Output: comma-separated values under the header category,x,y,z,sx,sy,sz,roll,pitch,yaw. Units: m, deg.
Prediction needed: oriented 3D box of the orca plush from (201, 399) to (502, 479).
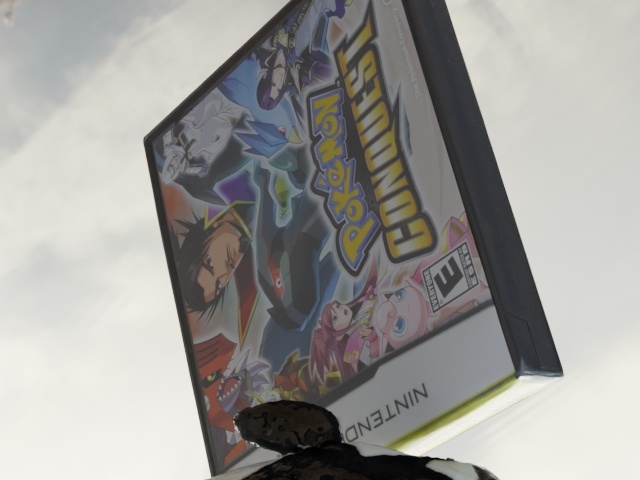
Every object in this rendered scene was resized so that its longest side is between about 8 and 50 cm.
category,x,y,z,sx,sy,sz,roll,pitch,yaw
orca plush,-0.040,0.135,0.681,0.287,0.151,0.102,10,161,-4

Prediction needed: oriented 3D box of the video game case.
category,x,y,z,sx,sy,sz,roll,pitch,yaw
video game case,0.000,0.000,0.834,0.035,0.275,0.248,7,148,-40
